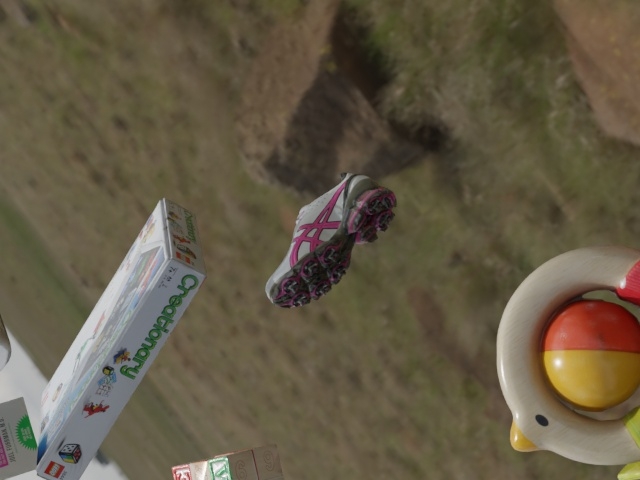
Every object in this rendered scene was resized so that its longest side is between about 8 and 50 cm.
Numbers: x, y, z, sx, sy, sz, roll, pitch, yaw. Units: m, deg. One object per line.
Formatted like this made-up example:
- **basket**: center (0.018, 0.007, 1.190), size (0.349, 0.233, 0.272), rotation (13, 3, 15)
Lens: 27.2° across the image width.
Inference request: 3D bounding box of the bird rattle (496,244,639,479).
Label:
- **bird rattle**: center (0.234, 0.077, 0.978), size (0.143, 0.207, 0.253), rotation (-32, -59, -80)

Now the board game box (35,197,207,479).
- **board game box**: center (-0.236, 0.116, 1.545), size (0.053, 0.305, 0.193), rotation (28, -165, -19)

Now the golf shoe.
- **golf shoe**: center (0.000, 0.000, 1.500), size (0.086, 0.186, 0.067), rotation (32, 160, 38)

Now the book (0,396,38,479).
- **book**: center (-0.436, 0.266, 1.687), size (0.035, 0.144, 0.096), rotation (-23, 84, 55)

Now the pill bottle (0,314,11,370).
- **pill bottle**: center (-0.305, -0.051, 0.813), size (0.176, 0.176, 0.318), rotation (92, 155, -72)

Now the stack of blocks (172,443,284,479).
- **stack of blocks**: center (-0.082, 0.421, 1.714), size (0.171, 0.087, 0.297), rotation (-20, 80, 46)
